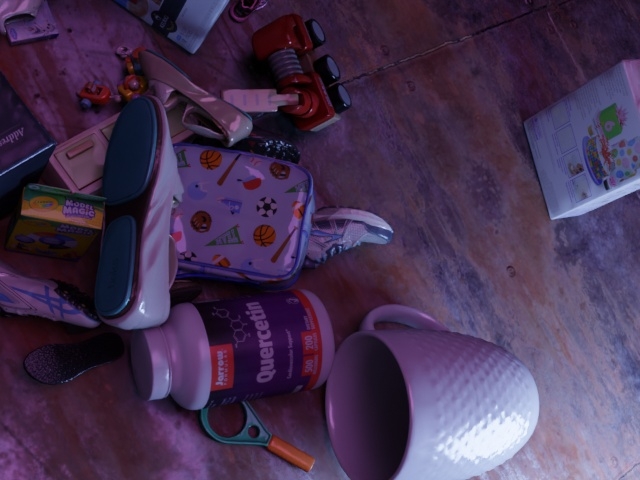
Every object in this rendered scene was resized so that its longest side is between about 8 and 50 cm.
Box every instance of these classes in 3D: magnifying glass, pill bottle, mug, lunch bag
[{"bbox_3d":[-0.112,0.344,1.716,0.231,0.026,0.092,33,63,-13],"label":"magnifying glass"},{"bbox_3d":[-0.150,0.187,1.658,0.323,0.181,0.181,-6,76,-27],"label":"pill bottle"},{"bbox_3d":[0.200,0.263,1.775,0.328,0.276,0.374,3,42,-30],"label":"mug"},{"bbox_3d":[-0.168,-0.036,1.714,0.303,0.115,0.243,10,78,3],"label":"lunch bag"}]

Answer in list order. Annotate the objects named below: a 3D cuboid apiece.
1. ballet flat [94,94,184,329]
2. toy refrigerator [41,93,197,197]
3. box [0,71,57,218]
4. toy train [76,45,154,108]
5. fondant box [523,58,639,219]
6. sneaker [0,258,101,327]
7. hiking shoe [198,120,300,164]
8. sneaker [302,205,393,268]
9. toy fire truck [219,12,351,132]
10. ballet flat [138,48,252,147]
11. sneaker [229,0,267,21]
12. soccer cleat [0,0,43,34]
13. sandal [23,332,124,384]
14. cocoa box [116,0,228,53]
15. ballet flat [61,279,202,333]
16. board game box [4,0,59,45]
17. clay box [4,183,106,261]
[{"bbox_3d":[-0.288,-0.040,1.593,0.139,0.139,0.400,11,67,-22],"label":"ballet flat"},{"bbox_3d":[-0.355,-0.162,1.721,0.269,0.094,0.102,-35,88,-29],"label":"toy refrigerator"},{"bbox_3d":[-0.741,-0.167,1.426,0.480,0.297,0.471,-38,90,-30],"label":"box"},{"bbox_3d":[-0.367,-0.306,1.764,0.125,0.046,0.166,16,58,16],"label":"toy train"},{"bbox_3d":[0.591,-0.206,2.050,0.096,0.330,0.238,-7,78,-27],"label":"fondant box"},{"bbox_3d":[-0.464,0.097,1.574,0.237,0.085,0.086,21,95,7],"label":"sneaker"},{"bbox_3d":[-0.135,-0.198,1.841,0.227,0.086,0.114,20,28,-41],"label":"hiking shoe"},{"bbox_3d":[0.000,0.000,1.845,0.283,0.110,0.122,5,77,-14],"label":"sneaker"},{"bbox_3d":[-0.083,-0.313,1.836,0.246,0.158,0.217,-6,73,-65],"label":"toy fire truck"},{"bbox_3d":[-0.236,-0.245,1.702,0.248,0.086,0.086,33,61,7],"label":"ballet flat"},{"bbox_3d":[-0.133,-0.491,1.957,0.047,0.057,0.119,40,60,-6],"label":"sneaker"},{"bbox_3d":[-0.517,-0.440,1.732,0.196,0.068,0.076,-42,98,-23],"label":"soccer cleat"},{"bbox_3d":[-0.412,0.198,1.618,0.179,0.040,0.067,-12,84,-43],"label":"sandal"},{"bbox_3d":[-0.226,-0.586,1.841,0.228,0.231,0.347,33,62,-12],"label":"cocoa box"},{"bbox_3d":[-0.326,0.102,1.669,0.250,0.084,0.058,-14,62,-24],"label":"ballet flat"},{"bbox_3d":[-0.534,-0.404,1.759,0.090,0.020,0.090,-18,82,-30],"label":"board game box"},{"bbox_3d":[-0.431,-0.027,1.570,0.127,0.222,0.053,11,70,-22],"label":"clay box"}]
